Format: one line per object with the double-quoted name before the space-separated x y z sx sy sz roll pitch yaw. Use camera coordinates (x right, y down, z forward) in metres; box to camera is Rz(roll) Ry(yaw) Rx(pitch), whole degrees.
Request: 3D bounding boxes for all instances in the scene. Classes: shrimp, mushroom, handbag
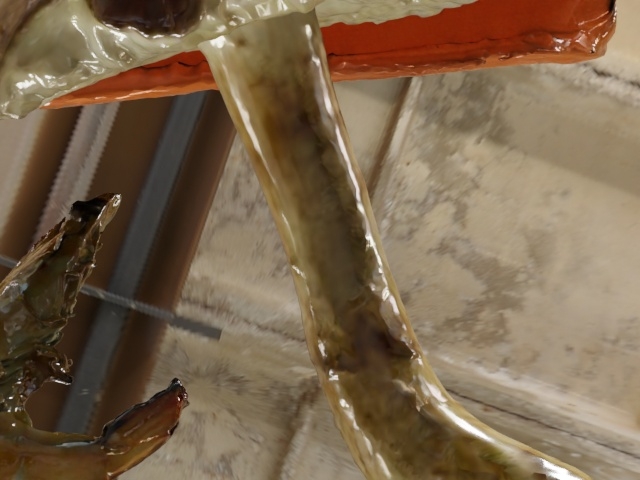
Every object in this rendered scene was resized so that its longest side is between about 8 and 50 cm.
"shrimp" -0.082 0.032 0.459 0.091 0.025 0.127 12 -128 10
"mushroom" -0.021 -0.017 0.467 0.233 0.208 0.301 -17 -119 35
"handbag" -0.029 -0.211 0.860 0.410 0.303 0.116 -6 -53 -11
